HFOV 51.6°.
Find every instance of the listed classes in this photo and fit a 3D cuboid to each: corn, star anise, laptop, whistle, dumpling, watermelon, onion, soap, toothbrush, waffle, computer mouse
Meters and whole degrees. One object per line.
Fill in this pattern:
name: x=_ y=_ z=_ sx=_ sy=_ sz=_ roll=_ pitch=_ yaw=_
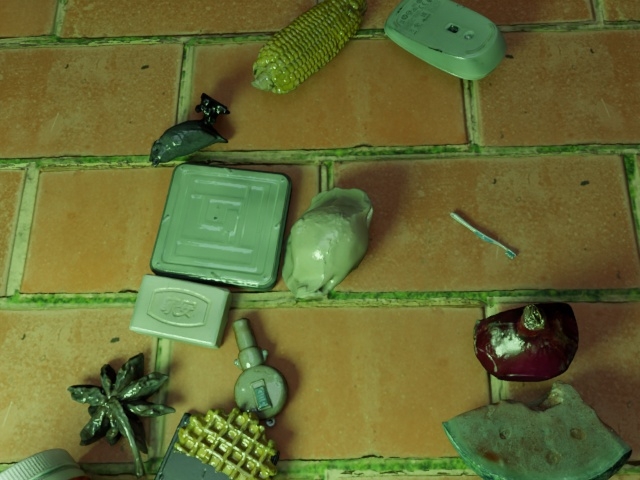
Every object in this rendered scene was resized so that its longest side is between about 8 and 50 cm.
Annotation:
corn: x=-0.024 y=-0.457 z=1.527 sx=0.130 sy=0.130 sz=0.347 roll=42 pitch=74 yaw=16
star anise: x=-0.379 y=0.326 z=1.266 sx=0.231 sy=0.089 sz=0.209 roll=36 pitch=82 yaw=27
laptop: x=-0.198 y=0.433 z=1.249 sx=0.207 sy=0.026 sz=0.154 roll=20 pitch=71 yaw=10
whistle: x=-0.127 y=0.257 z=1.298 sx=0.107 sy=0.057 sz=0.220 roll=-18 pitch=67 yaw=-3
dumpling: x=0.000 y=0.000 z=1.354 sx=0.193 sy=0.147 sz=0.258 roll=14 pitch=73 yaw=41
watermelon: x=0.388 y=0.367 z=1.213 sx=0.318 sy=0.148 sz=0.226 roll=4 pitch=51 yaw=19
onion: x=0.385 y=0.181 z=1.214 sx=0.195 sy=0.218 sz=0.140 roll=-2 pitch=70 yaw=3
soap: x=-0.280 y=0.144 z=1.344 sx=0.183 sy=0.064 sz=0.122 roll=10 pitch=72 yaw=7
toothbrush: x=0.343 y=-0.013 z=1.401 sx=0.162 sy=0.014 sz=0.017 roll=38 pitch=56 yaw=16
waffle: x=-0.175 y=0.392 z=1.227 sx=0.191 sy=0.046 sz=0.161 roll=-6 pitch=79 yaw=4
computer mouse: x=0.290 y=-0.467 z=1.533 sx=0.288 sy=0.097 sz=0.159 roll=32 pitch=75 yaw=25

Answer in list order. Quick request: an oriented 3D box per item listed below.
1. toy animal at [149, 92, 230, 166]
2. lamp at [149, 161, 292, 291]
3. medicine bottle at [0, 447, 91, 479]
toy animal: x=-0.288 y=-0.228 z=1.491 sx=0.210 sy=0.121 sz=0.117 roll=-44 pitch=118 yaw=4
lamp: x=-0.208 y=-0.033 z=1.416 sx=0.269 sy=0.047 sz=0.267 roll=6 pitch=68 yaw=5
medicine bottle: x=-0.465 y=0.523 z=1.107 sx=0.252 sy=0.252 sz=0.241 roll=-43 pitch=73 yaw=-13
